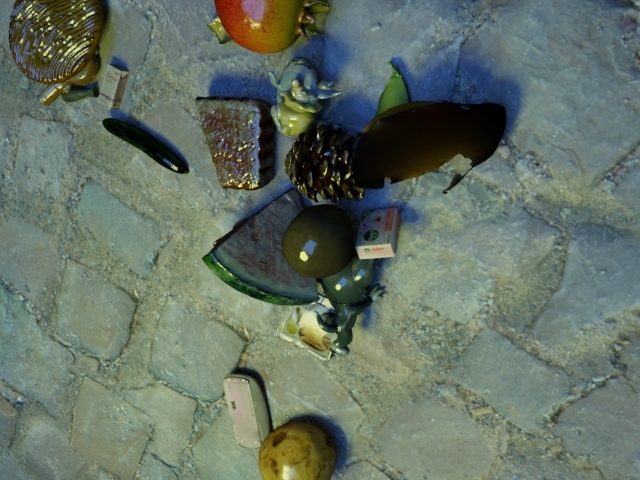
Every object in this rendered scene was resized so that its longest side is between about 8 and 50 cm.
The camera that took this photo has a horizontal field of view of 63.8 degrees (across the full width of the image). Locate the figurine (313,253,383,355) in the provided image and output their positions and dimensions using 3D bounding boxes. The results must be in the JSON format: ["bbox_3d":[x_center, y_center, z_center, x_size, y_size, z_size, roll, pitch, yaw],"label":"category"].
[{"bbox_3d":[0.040,0.143,1.282,0.193,0.140,0.265,14,83,33],"label":"figurine"}]

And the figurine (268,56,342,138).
[{"bbox_3d":[-0.046,-0.326,1.181,0.208,0.128,0.183,24,120,58],"label":"figurine"}]

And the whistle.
[{"bbox_3d":[-0.700,-0.458,1.426,0.220,0.057,0.107,-39,81,9],"label":"whistle"}]

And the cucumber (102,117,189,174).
[{"bbox_3d":[-0.484,-0.265,1.422,0.284,0.056,0.056,31,114,6],"label":"cucumber"}]

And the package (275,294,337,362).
[{"bbox_3d":[-0.025,0.223,1.390,0.171,0.027,0.173,24,109,16],"label":"package"}]

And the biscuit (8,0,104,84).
[{"bbox_3d":[-0.722,-0.579,1.391,0.318,0.040,0.317,-1,89,20],"label":"biscuit"}]

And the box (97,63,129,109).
[{"bbox_3d":[-0.574,-0.424,1.422,0.051,0.036,0.117,29,113,11],"label":"box"}]

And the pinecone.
[{"bbox_3d":[0.023,-0.168,1.172,0.205,0.184,0.179,29,144,18],"label":"pinecone"}]

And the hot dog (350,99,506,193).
[{"bbox_3d":[0.213,-0.206,1.099,0.326,0.107,0.194,-2,114,-12],"label":"hot dog"}]

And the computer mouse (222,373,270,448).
[{"bbox_3d":[-0.220,0.503,1.530,0.126,0.056,0.245,-6,103,23],"label":"computer mouse"}]

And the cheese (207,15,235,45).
[{"bbox_3d":[-0.235,-0.507,1.264,0.060,0.041,0.084,-27,81,18],"label":"cheese"}]

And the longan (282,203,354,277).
[{"bbox_3d":[0.000,0.000,1.172,0.168,0.187,0.167,10,133,11],"label":"longan"}]

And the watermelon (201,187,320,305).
[{"bbox_3d":[-0.120,0.042,1.294,0.293,0.283,0.250,-35,106,-12],"label":"watermelon"}]

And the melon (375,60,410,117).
[{"bbox_3d":[0.161,-0.274,1.182,0.114,0.053,0.261,14,106,37],"label":"melon"}]

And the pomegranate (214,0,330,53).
[{"bbox_3d":[-0.105,-0.520,1.121,0.257,0.221,0.220,19,111,7],"label":"pomegranate"}]

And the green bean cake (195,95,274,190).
[{"bbox_3d":[-0.215,-0.246,1.297,0.199,0.097,0.232,4,106,19],"label":"green bean cake"}]

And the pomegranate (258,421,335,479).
[{"bbox_3d":[-0.061,0.618,1.429,0.215,0.215,0.215,6,107,20],"label":"pomegranate"}]

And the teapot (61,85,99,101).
[{"bbox_3d":[-0.681,-0.419,1.464,0.111,0.043,0.042,1,105,19],"label":"teapot"}]

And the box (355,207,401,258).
[{"bbox_3d":[0.137,-0.018,1.207,0.089,0.125,0.043,-6,135,22],"label":"box"}]
